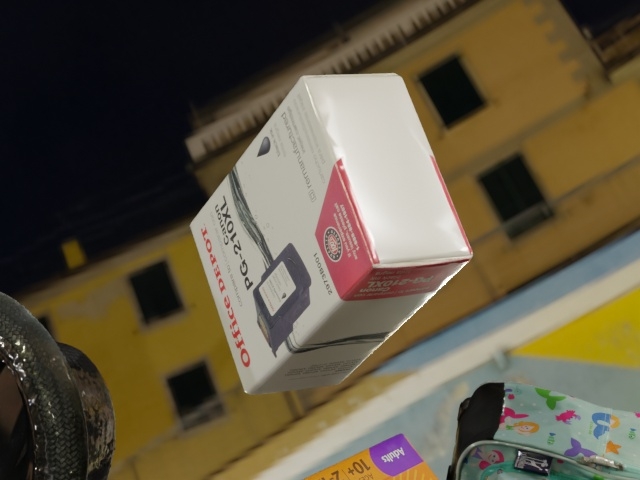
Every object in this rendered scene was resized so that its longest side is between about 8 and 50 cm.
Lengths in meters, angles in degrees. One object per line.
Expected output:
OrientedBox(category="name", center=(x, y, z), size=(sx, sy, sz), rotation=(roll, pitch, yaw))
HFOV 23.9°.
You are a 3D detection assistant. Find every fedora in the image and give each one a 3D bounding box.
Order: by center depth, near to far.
OrientedBox(category="fedora", center=(-0.288, 0.197, 1.344), size=(0.334, 0.334, 0.152), rotation=(-46, -23, 27))

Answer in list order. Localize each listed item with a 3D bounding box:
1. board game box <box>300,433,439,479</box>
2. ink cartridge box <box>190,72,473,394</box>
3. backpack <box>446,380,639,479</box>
OrientedBox(category="board game box", center=(0.005, 0.511, 1.795), size=(0.356, 0.356, 0.356), rotation=(-16, -28, -49))
OrientedBox(category="ink cartridge box", center=(0.000, 0.000, 1.234), size=(0.100, 0.172, 0.237), rotation=(-5, -26, -32))
OrientedBox(category="backpack", center=(0.243, 0.262, 1.400), size=(0.253, 0.191, 0.225), rotation=(8, -54, 3))
